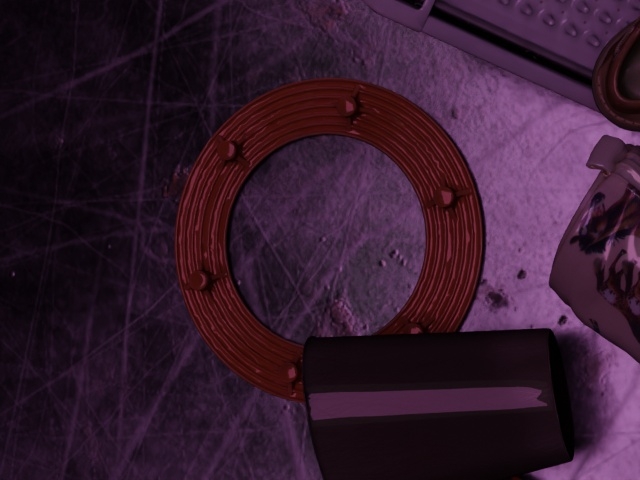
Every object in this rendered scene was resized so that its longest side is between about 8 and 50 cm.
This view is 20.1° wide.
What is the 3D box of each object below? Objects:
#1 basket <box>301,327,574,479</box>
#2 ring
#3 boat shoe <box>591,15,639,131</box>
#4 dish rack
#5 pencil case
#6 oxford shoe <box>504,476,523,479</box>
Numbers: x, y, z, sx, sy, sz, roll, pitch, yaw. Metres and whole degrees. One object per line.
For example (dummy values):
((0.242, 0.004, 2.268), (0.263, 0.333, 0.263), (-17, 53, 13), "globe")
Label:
((0.119, 0.165, 1.719), (0.227, 0.154, 0.204), (-9, 127, 13), "basket")
((0.000, 0.000, 1.836), (0.336, 0.032, 0.336), (-1, 87, 20), "ring")
((0.379, -0.216, 1.604), (0.324, 0.120, 0.122), (-45, 85, 9), "boat shoe")
((0.217, -0.296, 1.677), (0.333, 0.072, 0.285), (23, 103, -11), "dish rack")
((0.391, 0.074, 1.611), (0.410, 0.160, 0.183), (36, 133, 18), "pencil case")
((0.069, 0.360, 1.767), (0.363, 0.130, 0.133), (-35, 109, 9), "oxford shoe")
